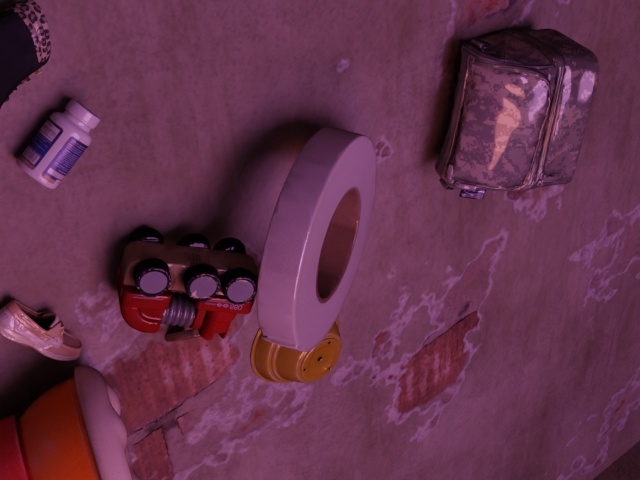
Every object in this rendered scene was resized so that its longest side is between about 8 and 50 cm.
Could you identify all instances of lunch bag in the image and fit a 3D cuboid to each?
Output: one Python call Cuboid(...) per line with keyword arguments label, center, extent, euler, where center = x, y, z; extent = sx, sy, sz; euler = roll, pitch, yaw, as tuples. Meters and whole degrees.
Cuboid(label="lunch bag", center=(0.362, -0.245, 1.970), extent=(0.256, 0.212, 0.305), euler=(-6, 124, -22))

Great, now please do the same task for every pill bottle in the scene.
Cuboid(label="pill bottle", center=(-0.365, -0.137, 1.426), extent=(0.120, 0.067, 0.067), euler=(-52, 141, 0))

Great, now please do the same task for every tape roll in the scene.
Cuboid(label="tape roll", center=(0.000, 0.000, 1.750), extent=(0.392, 0.072, 0.392), euler=(16, 90, -75))

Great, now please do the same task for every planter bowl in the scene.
Cuboid(label="planter bowl", center=(-0.025, 0.214, 2.016), extent=(0.217, 0.090, 0.217), euler=(-26, 134, -30))

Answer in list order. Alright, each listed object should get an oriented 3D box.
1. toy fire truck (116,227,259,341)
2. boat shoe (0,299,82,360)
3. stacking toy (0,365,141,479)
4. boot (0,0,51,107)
Cuboid(label="toy fire truck", center=(-0.237, 0.108, 1.690), extent=(0.217, 0.158, 0.246), euler=(7, 121, -22))
Cuboid(label="boat shoe", center=(-0.427, 0.138, 1.578), extent=(0.059, 0.063, 0.170), euler=(-50, 141, 6))
Cuboid(label="stacking toy", center=(-0.518, 0.422, 1.586), extent=(0.480, 0.350, 0.350), euler=(-17, 132, -12))
Cuboid(label="boot", center=(-0.415, -0.178, 1.293), extent=(0.178, 0.085, 0.236), euler=(-49, 154, -47))
